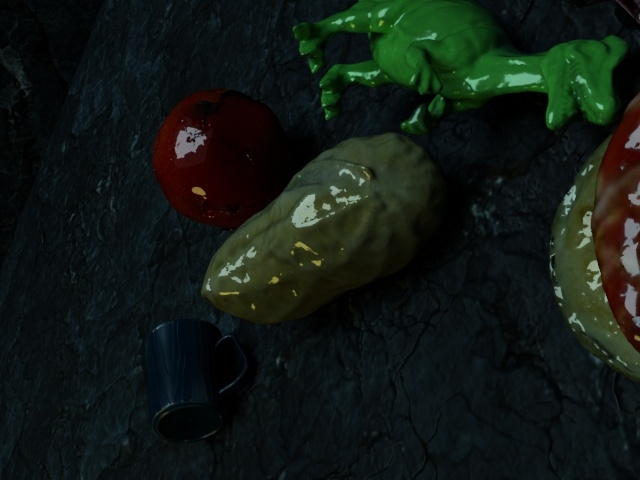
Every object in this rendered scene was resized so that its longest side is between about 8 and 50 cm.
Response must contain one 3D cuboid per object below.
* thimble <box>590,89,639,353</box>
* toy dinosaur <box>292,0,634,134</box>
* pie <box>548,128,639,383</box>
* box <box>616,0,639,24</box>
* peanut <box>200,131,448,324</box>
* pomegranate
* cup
[{"bbox_3d":[0.332,-0.002,0.382,0.350,0.230,0.350,-21,58,38],"label":"thimble"},{"bbox_3d":[0.170,-0.278,0.955,0.374,0.144,0.500,-3,42,27],"label":"toy dinosaur"},{"bbox_3d":[0.295,-0.012,0.640,0.274,0.055,0.274,-33,46,41],"label":"pie"},{"bbox_3d":[0.355,-0.286,0.719,0.224,0.069,0.120,-48,36,29],"label":"box"},{"bbox_3d":[0.004,-0.002,0.961,0.340,0.158,0.174,-37,15,43],"label":"peanut"},{"bbox_3d":[-0.141,-0.124,1.217,0.210,0.210,0.235,-51,7,22],"label":"pomegranate"},{"bbox_3d":[-0.177,0.188,1.141,0.150,0.113,0.138,-47,39,30],"label":"cup"}]
